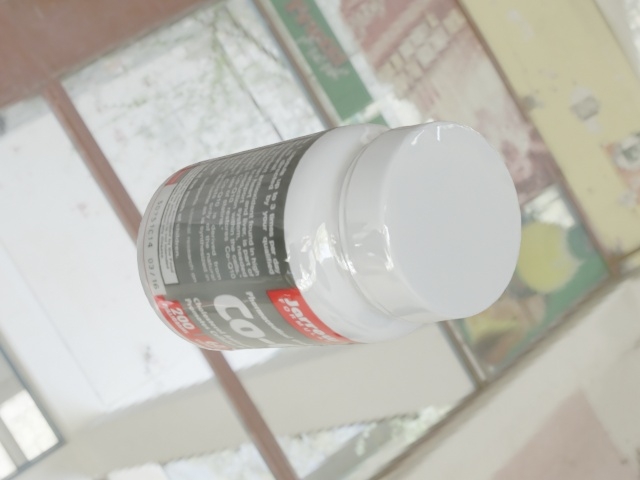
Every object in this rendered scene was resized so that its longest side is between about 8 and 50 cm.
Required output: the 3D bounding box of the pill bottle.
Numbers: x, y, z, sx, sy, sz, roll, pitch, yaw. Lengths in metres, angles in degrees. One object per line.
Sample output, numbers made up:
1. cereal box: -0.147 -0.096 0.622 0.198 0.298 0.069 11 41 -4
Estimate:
1. pill bottle: 0.000 0.000 0.958 0.161 0.161 0.283 -35 -163 -37
